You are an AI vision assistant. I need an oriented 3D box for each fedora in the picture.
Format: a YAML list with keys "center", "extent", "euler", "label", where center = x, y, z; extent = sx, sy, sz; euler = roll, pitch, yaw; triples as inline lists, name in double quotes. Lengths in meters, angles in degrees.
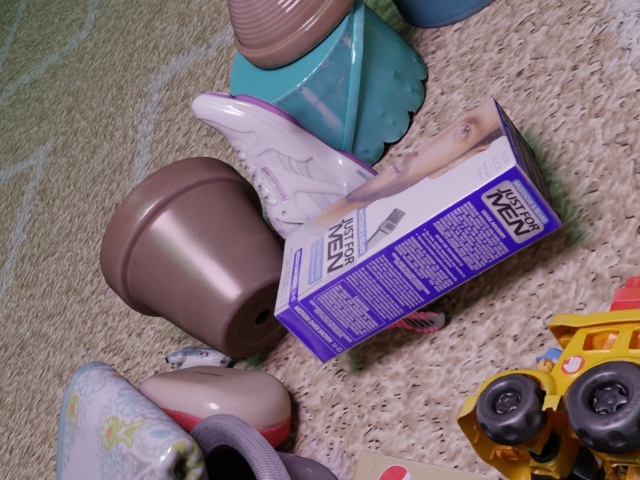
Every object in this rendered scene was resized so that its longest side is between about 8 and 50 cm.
- center: [-0.055, 0.319, 0.892]
  extent: [0.275, 0.124, 0.243]
  euler: [-2, 85, 59]
  label: "fedora"

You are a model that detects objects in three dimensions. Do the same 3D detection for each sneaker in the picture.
- center: [-0.056, -0.093, 1.096]
  extent: [0.152, 0.305, 0.114]
  euler: [-58, 7, 1]
  label: "sneaker"
- center: [0.109, 0.083, 0.998]
  extent: [0.119, 0.047, 0.057]
  euler: [0, 51, 43]
  label: "sneaker"

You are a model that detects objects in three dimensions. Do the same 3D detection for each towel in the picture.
- center: [-0.242, 0.370, 0.987]
  extent: [0.321, 0.090, 0.374]
  euler: [14, 102, 52]
  label: "towel"

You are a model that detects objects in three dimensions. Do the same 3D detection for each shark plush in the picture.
- center: [-0.166, 0.168, 1.199]
  extent: [0.161, 0.073, 0.067]
  euler: [-30, 14, 33]
  label: "shark plush"

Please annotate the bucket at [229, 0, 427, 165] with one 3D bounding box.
- center: [0.007, -0.255, 1.226]
  extent: [0.281, 0.183, 0.281]
  euler: [-25, 47, 30]
  label: "bucket"

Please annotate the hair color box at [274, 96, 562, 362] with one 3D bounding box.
- center: [0.107, -0.012, 0.972]
  extent: [0.339, 0.110, 0.185]
  euler: [-32, 26, 21]
  label: "hair color box"

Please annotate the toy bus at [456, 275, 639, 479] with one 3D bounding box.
- center: [0.265, 0.129, 0.740]
  extent: [0.220, 0.149, 0.211]
  euler: [-11, 43, 43]
  label: "toy bus"

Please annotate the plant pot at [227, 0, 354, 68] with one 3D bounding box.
- center: [-0.058, -0.377, 1.150]
  extent: [0.237, 0.110, 0.237]
  euler: [-24, 48, 30]
  label: "plant pot"

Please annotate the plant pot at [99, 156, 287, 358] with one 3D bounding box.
- center: [-0.150, 0.047, 1.146]
  extent: [0.263, 0.263, 0.229]
  euler: [-51, 58, 4]
  label: "plant pot"

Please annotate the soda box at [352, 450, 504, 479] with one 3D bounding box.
- center: [0.118, 0.272, 0.836]
  extent: [0.181, 0.058, 0.061]
  euler: [-3, 61, 44]
  label: "soda box"

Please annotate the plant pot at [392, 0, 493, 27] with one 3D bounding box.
- center: [0.158, -0.514, 1.207]
  extent: [0.272, 0.255, 0.271]
  euler: [-26, 47, 31]
  label: "plant pot"

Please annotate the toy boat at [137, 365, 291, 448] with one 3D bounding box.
- center: [-0.142, 0.256, 1.068]
  extent: [0.231, 0.151, 0.151]
  euler: [-2, 92, 45]
  label: "toy boat"
